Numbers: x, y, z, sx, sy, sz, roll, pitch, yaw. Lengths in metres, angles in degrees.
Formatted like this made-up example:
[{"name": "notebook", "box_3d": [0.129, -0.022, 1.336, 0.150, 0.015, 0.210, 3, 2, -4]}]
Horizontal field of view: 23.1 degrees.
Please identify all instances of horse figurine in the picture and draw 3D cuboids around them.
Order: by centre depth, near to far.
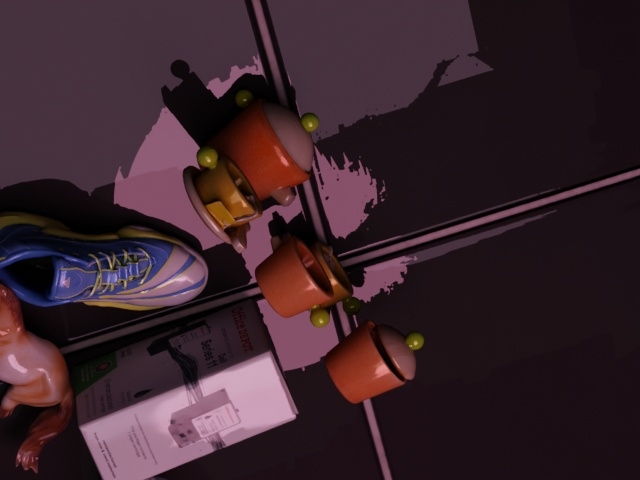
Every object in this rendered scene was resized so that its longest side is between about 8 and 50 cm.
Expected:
[{"name": "horse figurine", "box_3d": [-0.329, 0.129, 1.581, 0.174, 0.066, 0.263, -24, 132, 15]}]

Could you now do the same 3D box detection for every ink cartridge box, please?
[{"name": "ink cartridge box", "box_3d": [-0.141, 0.156, 1.619, 0.208, 0.153, 0.086, -21, 112, -3]}]

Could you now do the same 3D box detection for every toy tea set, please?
[{"name": "toy tea set", "box_3d": [0.000, 0.000, 1.560, 0.124, 0.200, 0.336, -32, 114, 12]}]

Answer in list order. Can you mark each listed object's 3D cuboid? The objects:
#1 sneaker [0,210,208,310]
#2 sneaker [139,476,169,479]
[{"name": "sneaker", "box_3d": [-0.227, 0.039, 1.569, 0.240, 0.126, 0.091, 8, 110, -13]}, {"name": "sneaker", "box_3d": [-0.118, 0.352, 1.693, 0.208, 0.127, 0.319, -14, 132, -21]}]
